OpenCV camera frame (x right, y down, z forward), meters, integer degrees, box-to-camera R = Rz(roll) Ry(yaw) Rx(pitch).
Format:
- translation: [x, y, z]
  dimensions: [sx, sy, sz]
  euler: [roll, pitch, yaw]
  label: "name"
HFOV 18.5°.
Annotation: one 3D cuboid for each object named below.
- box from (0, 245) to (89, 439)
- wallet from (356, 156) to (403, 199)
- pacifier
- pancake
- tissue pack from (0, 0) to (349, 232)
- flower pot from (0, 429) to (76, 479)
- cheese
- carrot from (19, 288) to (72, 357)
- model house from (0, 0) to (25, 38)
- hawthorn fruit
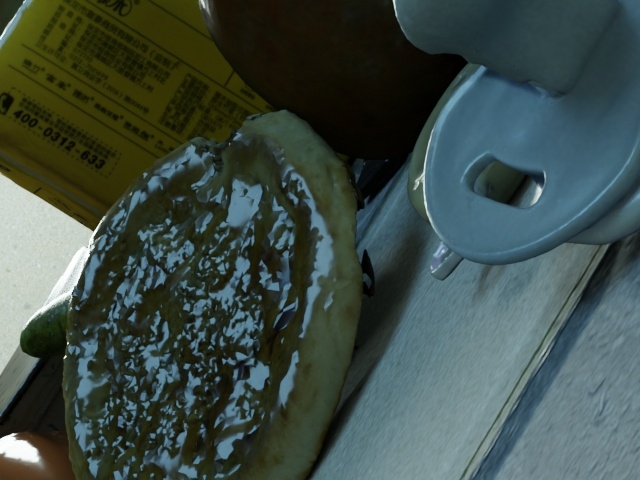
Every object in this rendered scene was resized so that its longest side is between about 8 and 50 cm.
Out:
- translation: [-0.219, 0.144, 2.067]
  dimensions: [0.225, 0.190, 0.297]
  euler: [-59, 11, -4]
  label: "box"
- translation: [0.070, -0.103, 1.871]
  dimensions: [0.082, 0.018, 0.156]
  euler: [-44, 17, 41]
  label: "wallet"
- translation: [0.130, -0.126, 1.102]
  dimensions: [0.279, 0.207, 0.227]
  euler: [-60, 27, -4]
  label: "pacifier"
- translation: [-0.096, 0.070, 1.599]
  dimensions: [0.382, 0.071, 0.382]
  euler: [-25, 55, 41]
  label: "pancake"
- translation: [-0.168, -0.135, 2.096]
  dimensions: [0.293, 0.382, 0.228]
  euler: [-59, 11, -8]
  label: "tissue pack"
- translation: [-0.234, 0.277, 1.812]
  dimensions: [0.190, 0.191, 0.173]
  euler: [-60, 21, -8]
  label: "flower pot"
- translation: [0.108, -0.049, 1.384]
  dimensions: [0.137, 0.064, 0.227]
  euler: [-53, 12, 36]
  label: "cheese"
- translation: [-0.159, 0.043, 1.798]
  dimensions: [0.358, 0.074, 0.074]
  euler: [-27, 27, 36]
  label: "carrot"
- translation: [-0.177, -0.282, 2.398]
  dimensions: [0.395, 0.445, 0.400]
  euler: [-58, 9, 11]
  label: "model house"
- translation: [0.021, -0.226, 1.651]
  dimensions: [0.268, 0.301, 0.267]
  euler: [-50, -16, -20]
  label: "hawthorn fruit"
